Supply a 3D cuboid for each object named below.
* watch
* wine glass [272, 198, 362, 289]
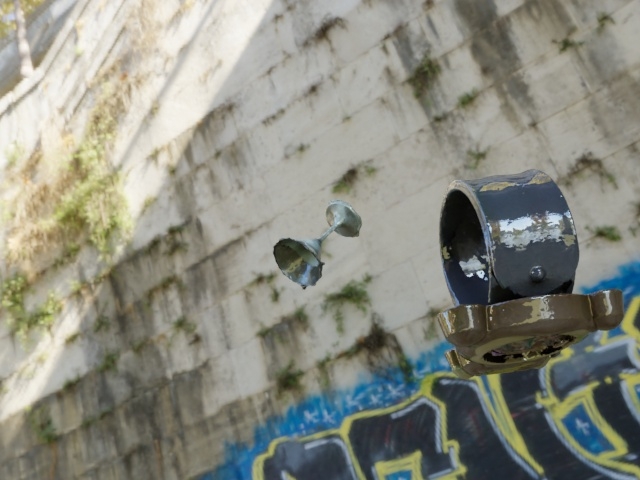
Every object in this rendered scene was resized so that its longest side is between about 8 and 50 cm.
[{"bbox_3d":[0.326,0.051,1.261,0.314,0.327,0.335,-7,-25,-6],"label":"watch"},{"bbox_3d":[0.000,0.000,1.425,0.183,0.122,0.122,-43,-2,-42],"label":"wine glass"}]
